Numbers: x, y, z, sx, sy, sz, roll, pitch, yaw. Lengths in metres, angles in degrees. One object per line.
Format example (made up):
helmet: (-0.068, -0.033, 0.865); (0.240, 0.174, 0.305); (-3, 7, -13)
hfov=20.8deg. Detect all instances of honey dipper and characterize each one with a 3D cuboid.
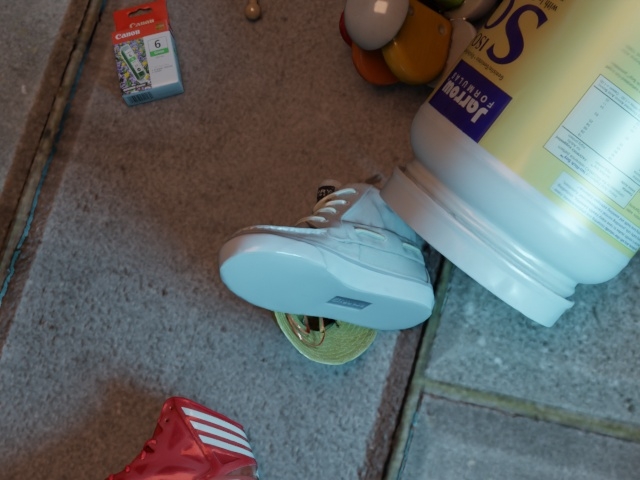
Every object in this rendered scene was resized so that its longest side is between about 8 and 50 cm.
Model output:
honey dipper: (-0.071, -0.309, 1.854); (0.030, 0.030, 0.160); (-5, 73, 8)

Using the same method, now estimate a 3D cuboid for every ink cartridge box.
ink cartridge box: (-0.185, -0.203, 1.830); (0.063, 0.029, 0.115); (-14, 69, 4)

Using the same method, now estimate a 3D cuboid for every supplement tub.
supplement tub: (0.233, -0.112, 1.588); (0.241, 0.241, 0.331); (40, 97, 20)

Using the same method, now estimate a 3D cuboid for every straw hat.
straw hat: (-0.014, 0.061, 1.682); (0.061, 0.144, 0.144); (-27, 60, 44)

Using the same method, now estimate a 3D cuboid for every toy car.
toy car: (0.084, -0.239, 1.754); (0.136, 0.159, 0.182); (-3, 67, 50)

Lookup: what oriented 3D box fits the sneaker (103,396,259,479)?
sneaker: (-0.168, 0.225, 1.652); (0.221, 0.087, 0.128); (-9, 60, -7)

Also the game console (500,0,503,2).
game console: (0.334, -0.187, 1.733); (0.361, 0.044, 0.213); (33, 78, 19)

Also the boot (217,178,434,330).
boot: (0.000, 0.000, 1.627); (0.095, 0.258, 0.123); (-29, 58, 34)
